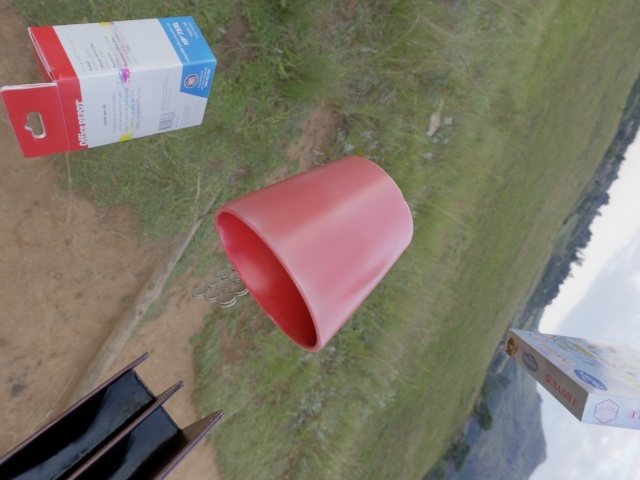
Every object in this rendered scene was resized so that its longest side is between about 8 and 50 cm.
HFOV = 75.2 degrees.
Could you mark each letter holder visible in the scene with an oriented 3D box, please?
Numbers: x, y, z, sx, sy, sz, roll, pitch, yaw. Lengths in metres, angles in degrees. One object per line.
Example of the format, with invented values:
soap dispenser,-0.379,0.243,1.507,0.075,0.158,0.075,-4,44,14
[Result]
letter holder,-0.305,0.291,0.537,0.214,0.152,0.302,-38,180,42

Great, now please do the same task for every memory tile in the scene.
memory tile,-0.188,0.089,0.879,0.148,0.113,0.012,-41,131,-49

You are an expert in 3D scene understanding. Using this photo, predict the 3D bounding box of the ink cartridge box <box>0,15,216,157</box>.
ink cartridge box,-0.260,-0.190,0.514,0.231,0.078,0.134,-23,169,-32

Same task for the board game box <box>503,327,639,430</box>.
board game box,0.628,0.299,0.909,0.319,0.317,0.066,-92,-170,-81

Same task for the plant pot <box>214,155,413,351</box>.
plant pot,0.000,0.000,0.686,0.243,0.275,0.275,-36,151,-23
